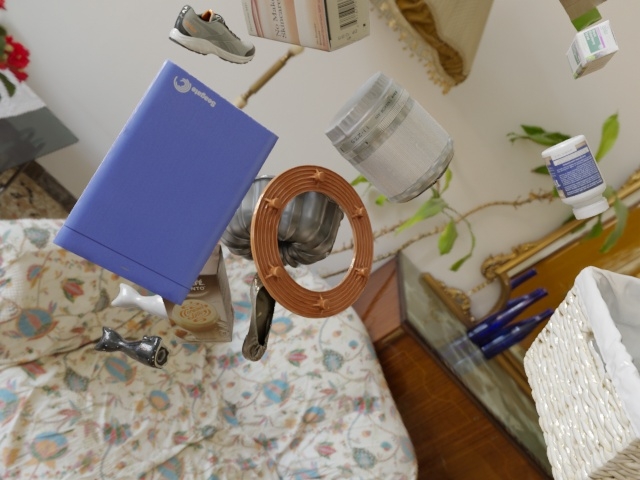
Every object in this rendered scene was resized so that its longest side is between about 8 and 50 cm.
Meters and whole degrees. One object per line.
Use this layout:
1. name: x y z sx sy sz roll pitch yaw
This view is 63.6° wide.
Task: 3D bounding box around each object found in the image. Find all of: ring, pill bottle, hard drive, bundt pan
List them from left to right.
1. hard drive: -0.231 -0.086 0.809 0.210 0.319 0.040 32 -7 -24
2. bundt pan: -0.109 -0.025 1.273 0.330 0.330 0.124 31 57 -45
3. ring: 0.000 0.000 1.116 0.336 0.032 0.337 7 79 -39
4. pill bottle: 0.401 -0.097 0.805 0.120 0.067 0.067 65 20 -2

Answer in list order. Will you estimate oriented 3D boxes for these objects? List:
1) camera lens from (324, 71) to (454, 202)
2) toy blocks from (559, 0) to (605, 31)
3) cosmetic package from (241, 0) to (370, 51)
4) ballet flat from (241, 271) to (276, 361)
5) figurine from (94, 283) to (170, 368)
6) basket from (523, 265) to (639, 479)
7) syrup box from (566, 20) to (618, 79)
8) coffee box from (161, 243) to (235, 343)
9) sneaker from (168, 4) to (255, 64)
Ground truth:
1. camera lens: 0.175 -0.246 1.274 0.274 0.219 0.219 41 22 -14
2. toy blocks: 0.413 -0.589 0.925 0.381 0.190 0.261 14 59 -46
3. cosmetic package: -0.042 -0.524 1.134 0.296 0.129 0.153 29 -39 42
4. ballet flat: -0.147 0.185 1.322 0.084 0.058 0.250 26 63 -33
5. figurine: -0.514 0.232 1.456 0.092 0.209 0.215 66 36 -67
6. basket: 0.559 0.268 0.857 0.330 0.267 0.329 16 38 -4
7. syrup box: 0.840 -0.586 1.604 0.093 0.096 0.237 71 20 2
8. coffee box: -0.287 0.130 1.207 0.098 0.141 0.247 -93 180 -47
9. sneaker: -0.266 -0.540 1.362 0.100 0.108 0.271 37 24 27
